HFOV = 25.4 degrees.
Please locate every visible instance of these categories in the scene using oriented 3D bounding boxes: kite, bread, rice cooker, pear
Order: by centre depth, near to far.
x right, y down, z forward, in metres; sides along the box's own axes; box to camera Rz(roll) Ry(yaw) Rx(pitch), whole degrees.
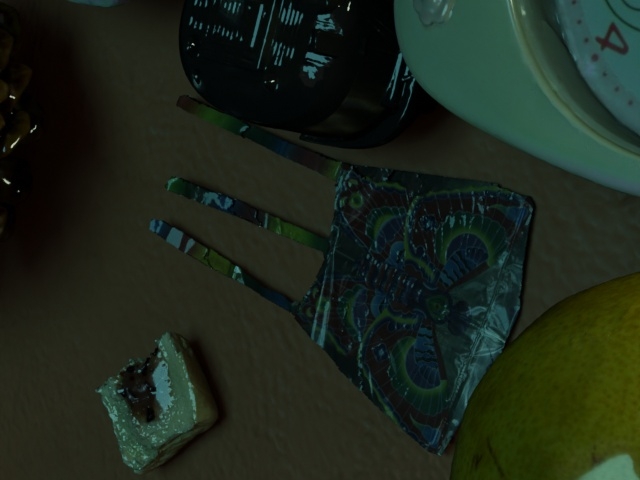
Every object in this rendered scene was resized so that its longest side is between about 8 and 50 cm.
[{"bbox_3d":[0.152,0.113,0.586,0.209,0.209,0.208,-2,87,41],"label":"pear"},{"bbox_3d":[-0.007,-0.113,0.796,0.165,0.106,0.112,22,100,52],"label":"rice cooker"},{"bbox_3d":[0.000,0.000,0.844,0.285,0.015,0.152,28,104,36],"label":"kite"},{"bbox_3d":[-0.104,0.105,0.915,0.083,0.035,0.070,-34,68,32],"label":"bread"}]

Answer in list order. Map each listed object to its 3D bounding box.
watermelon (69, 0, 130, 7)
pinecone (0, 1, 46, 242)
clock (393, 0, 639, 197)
[{"bbox_3d":[-0.103,-0.265,0.877,0.322,0.188,0.175,6,137,35],"label":"watermelon"},{"bbox_3d":[-0.320,-0.060,0.980,0.264,0.264,0.264,-2,87,41],"label":"pinecone"},{"bbox_3d":[0.188,-0.134,0.612,0.324,0.109,0.265,39,116,38],"label":"clock"}]
